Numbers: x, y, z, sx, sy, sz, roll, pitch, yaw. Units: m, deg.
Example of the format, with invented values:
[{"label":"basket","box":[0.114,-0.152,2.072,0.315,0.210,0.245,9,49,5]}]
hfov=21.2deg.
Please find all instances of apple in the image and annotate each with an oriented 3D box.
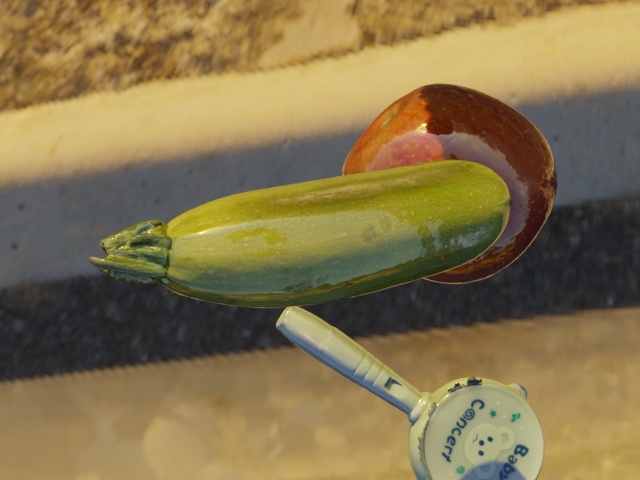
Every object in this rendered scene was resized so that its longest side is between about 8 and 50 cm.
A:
[{"label":"apple","box":[0.115,-0.053,1.516,0.168,0.181,0.181,40,115,-9]}]

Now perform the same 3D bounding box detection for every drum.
[{"label":"drum","box":[0.089,0.122,1.446,0.130,0.049,0.253,-41,93,-14]}]

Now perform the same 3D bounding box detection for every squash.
[{"label":"squash","box":[0.000,0.000,1.208,0.341,0.094,0.094,-10,123,-29]}]
